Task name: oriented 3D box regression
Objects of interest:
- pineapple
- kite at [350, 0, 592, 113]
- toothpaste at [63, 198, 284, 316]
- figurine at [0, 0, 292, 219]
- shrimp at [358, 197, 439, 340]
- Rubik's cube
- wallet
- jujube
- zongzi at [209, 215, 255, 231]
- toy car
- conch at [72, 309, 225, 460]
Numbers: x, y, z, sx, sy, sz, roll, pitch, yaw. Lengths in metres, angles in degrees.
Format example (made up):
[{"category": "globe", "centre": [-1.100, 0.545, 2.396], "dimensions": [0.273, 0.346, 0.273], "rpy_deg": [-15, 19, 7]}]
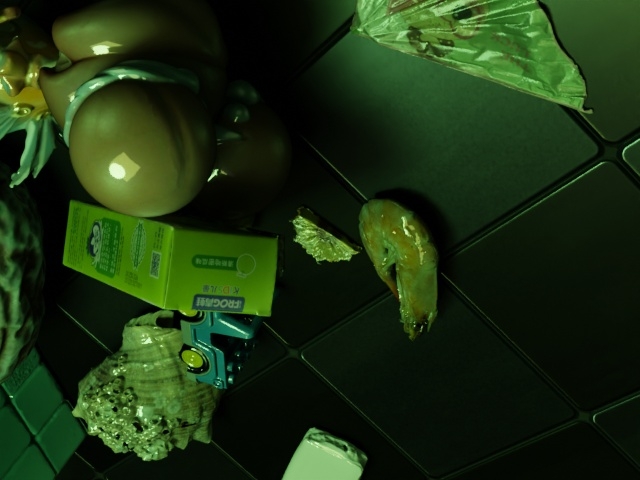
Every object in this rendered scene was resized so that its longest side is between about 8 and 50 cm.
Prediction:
[{"category": "pineapple", "centre": [0.000, 0.000, 1.226], "dimensions": [0.083, 0.019, 0.045], "rpy_deg": [36, 131, -8]}, {"category": "kite", "centre": [0.130, -0.228, 0.979], "dimensions": [0.267, 0.013, 0.323], "rpy_deg": [-15, 119, 36]}, {"category": "toothpaste", "centre": [-0.158, 0.012, 1.115], "dimensions": [0.327, 0.110, 0.077], "rpy_deg": [12, 97, 61]}, {"category": "figurine", "centre": [-0.244, -0.136, 1.090], "dimensions": [0.388, 0.276, 0.248], "rpy_deg": [-2, 92, 24]}, {"category": "shrimp", "centre": [0.090, 0.032, 1.197], "dimensions": [0.101, 0.042, 0.190], "rpy_deg": [20, 137, 39]}, {"category": "Rubik's cube", "centre": [-0.507, 0.264, 1.554], "dimensions": [0.221, 0.231, 0.225], "rpy_deg": [-7, 121, 30]}, {"category": "wallet", "centre": [-0.001, 0.318, 1.478], "dimensions": [0.095, 0.033, 0.190], "rpy_deg": [27, 134, 2]}, {"category": "jujube", "centre": [-0.439, 0.045, 1.342], "dimensions": [0.226, 0.226, 0.317], "rpy_deg": [18, 119, 13]}, {"category": "zongzi", "centre": [-0.119, -0.055, 1.222], "dimensions": [0.113, 0.052, 0.104], "rpy_deg": [33, 132, 12]}, {"category": "toy car", "centre": [-0.106, 0.087, 1.296], "dimensions": [0.100, 0.097, 0.191], "rpy_deg": [13, 131, 17]}, {"category": "conch", "centre": [-0.216, 0.192, 1.437], "dimensions": [0.178, 0.163, 0.245], "rpy_deg": [10, 119, -24]}]
